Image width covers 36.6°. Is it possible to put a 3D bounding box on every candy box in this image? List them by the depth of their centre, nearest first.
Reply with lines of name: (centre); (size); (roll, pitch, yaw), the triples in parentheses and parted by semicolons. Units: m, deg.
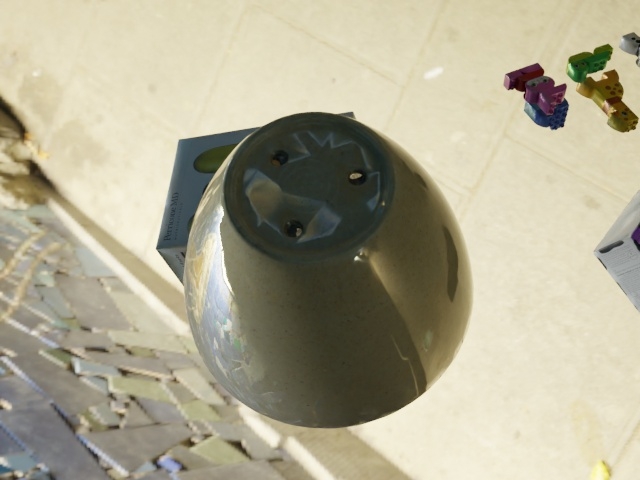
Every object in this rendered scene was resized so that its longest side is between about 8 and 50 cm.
candy box: (0.474, 0.036, 1.278); (0.196, 0.165, 0.070); (50, 142, -6)

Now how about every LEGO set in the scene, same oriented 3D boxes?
LEGO set: (0.344, -0.179, 1.196); (0.087, 0.227, 0.093); (89, 156, -51)

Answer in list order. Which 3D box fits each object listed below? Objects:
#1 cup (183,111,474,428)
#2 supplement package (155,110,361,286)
cup: (0.000, 0.000, 1.009); (0.330, 0.237, 0.331); (-2, 61, 4)
supplement package: (-0.058, -0.027, 1.352); (0.262, 0.198, 0.199); (-7, 53, 16)
